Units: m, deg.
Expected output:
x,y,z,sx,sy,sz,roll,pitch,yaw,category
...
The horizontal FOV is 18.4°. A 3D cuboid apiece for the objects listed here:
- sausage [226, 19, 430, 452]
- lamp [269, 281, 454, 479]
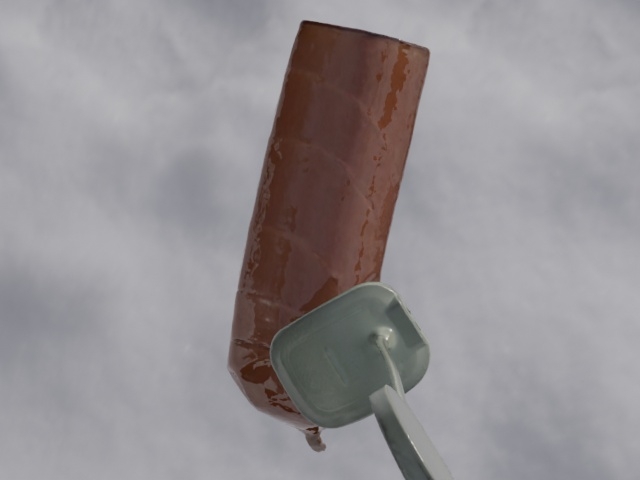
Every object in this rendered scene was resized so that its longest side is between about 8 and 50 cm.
x,y,z,sx,sy,sz,roll,pitch,yaw,category
-0.001,0.000,0.795,0.065,0.065,0.169,12,89,-11,sausage
0.015,0.059,0.645,0.056,0.198,0.050,-30,100,3,lamp
